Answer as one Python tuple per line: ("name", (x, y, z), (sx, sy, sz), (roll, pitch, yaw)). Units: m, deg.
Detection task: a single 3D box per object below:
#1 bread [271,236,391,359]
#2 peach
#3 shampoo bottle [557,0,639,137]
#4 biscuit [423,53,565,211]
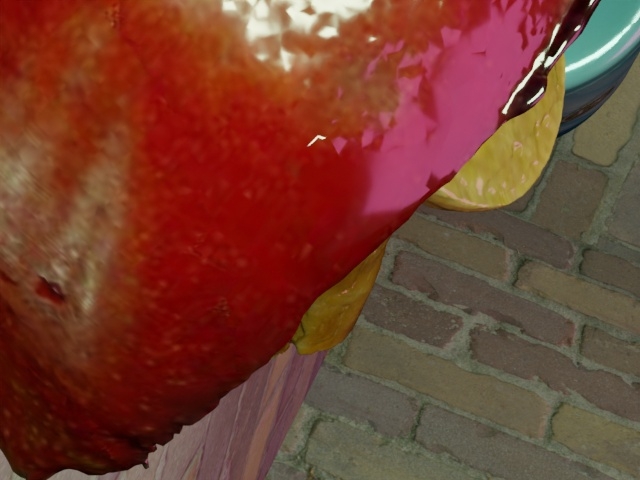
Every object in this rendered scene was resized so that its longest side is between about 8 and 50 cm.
("bread", (0.006, 0.000, 1.365), (0.195, 0.148, 0.344), (-59, 169, -48))
("peach", (-0.058, -0.093, 0.441), (0.362, 0.201, 0.257), (-54, -158, -7))
("shampoo bottle", (0.200, -0.283, 1.241), (0.342, 0.331, 0.331), (30, 82, -82))
("biscuit", (0.068, -0.187, 0.776), (0.275, 0.052, 0.355), (-44, 119, -35))
